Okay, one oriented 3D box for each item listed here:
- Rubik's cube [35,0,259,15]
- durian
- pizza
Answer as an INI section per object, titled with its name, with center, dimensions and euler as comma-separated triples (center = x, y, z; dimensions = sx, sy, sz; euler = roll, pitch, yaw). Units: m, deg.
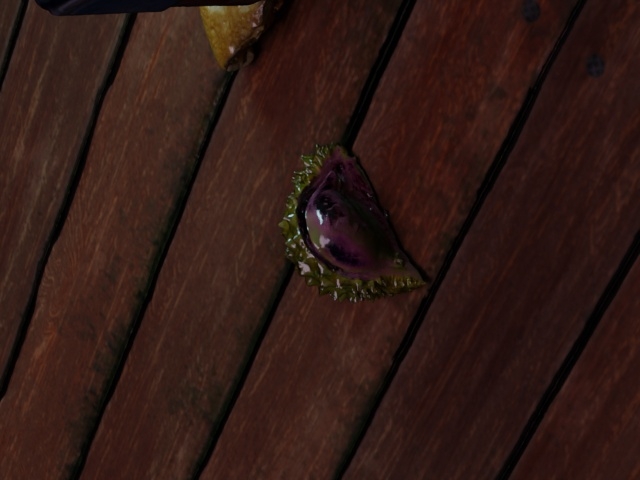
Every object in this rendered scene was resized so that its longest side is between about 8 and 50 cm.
[Rubik's cube]
center = -0.091, -0.397, 1.696
dimensions = 0.316, 0.313, 0.318
euler = -21, 85, 36
[durian]
center = -0.002, 0.000, 1.902
dimensions = 0.119, 0.108, 0.186
euler = -44, 70, 44
[pizza]
center = -0.074, -0.276, 1.938
dimensions = 0.161, 0.062, 0.182
euler = -24, 79, 54
